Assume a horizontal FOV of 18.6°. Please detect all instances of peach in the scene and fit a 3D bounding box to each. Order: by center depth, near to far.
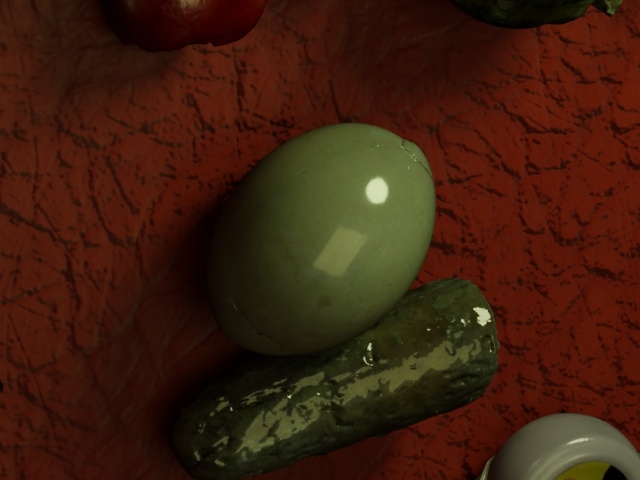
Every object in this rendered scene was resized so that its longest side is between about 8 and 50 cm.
[{"bbox_3d":[-0.129,-0.239,1.768,0.118,0.151,0.151,-16,114,-68],"label":"peach"}]

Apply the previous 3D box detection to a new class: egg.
[{"bbox_3d":[0.000,0.000,1.825,0.253,0.186,0.186,-45,115,-7],"label":"egg"}]

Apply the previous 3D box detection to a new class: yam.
[{"bbox_3d":[0.011,0.147,1.895,0.330,0.133,0.133,-22,109,-16],"label":"yam"}]

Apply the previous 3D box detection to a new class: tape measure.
[{"bbox_3d":[0.259,0.269,2.052,0.196,0.105,0.178,30,94,-25],"label":"tape measure"}]

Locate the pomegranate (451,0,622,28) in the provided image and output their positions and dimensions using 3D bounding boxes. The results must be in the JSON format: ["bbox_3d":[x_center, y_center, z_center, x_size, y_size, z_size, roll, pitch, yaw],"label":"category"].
[{"bbox_3d":[0.179,-0.326,1.865,0.222,0.276,0.204,-46,156,-31],"label":"pomegranate"}]

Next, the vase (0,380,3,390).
[{"bbox_3d":[-0.323,0.059,1.760,0.059,0.059,0.167,-10,104,-23],"label":"vase"}]
